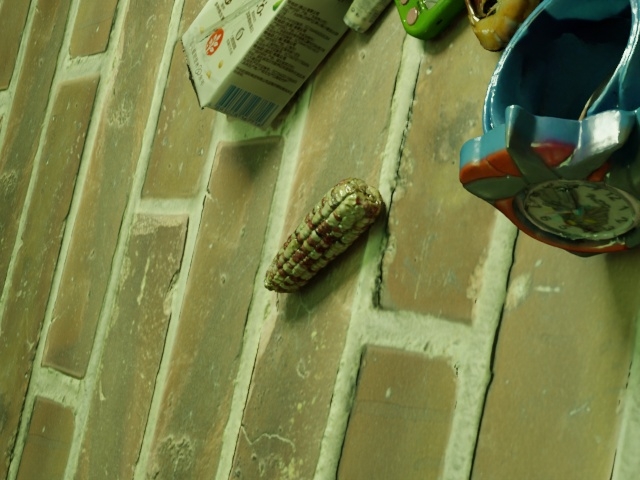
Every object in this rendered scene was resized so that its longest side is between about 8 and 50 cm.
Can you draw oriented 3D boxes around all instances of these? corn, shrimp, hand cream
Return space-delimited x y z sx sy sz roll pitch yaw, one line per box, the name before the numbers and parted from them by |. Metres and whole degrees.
corn | 0.000 0.000 1.786 0.237 0.079 0.080 -49 42 37
shrimp | 0.210 -0.332 1.587 0.249 0.068 0.150 -113 36 -49
hand cream | 0.083 -0.363 1.836 0.143 0.061 0.039 -51 9 32

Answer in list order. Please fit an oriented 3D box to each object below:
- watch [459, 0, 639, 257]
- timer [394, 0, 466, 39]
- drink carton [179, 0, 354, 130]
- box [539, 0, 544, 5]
watch | 0.306 -0.155 1.308 0.305 0.241 0.275 -28 41 46
timer | 0.155 -0.348 1.733 0.128 0.047 0.140 -46 43 36
drink carton | -0.067 -0.350 1.968 0.324 0.132 0.194 -49 41 29
box | 0.322 -0.364 1.509 0.212 0.042 0.201 15 88 55
